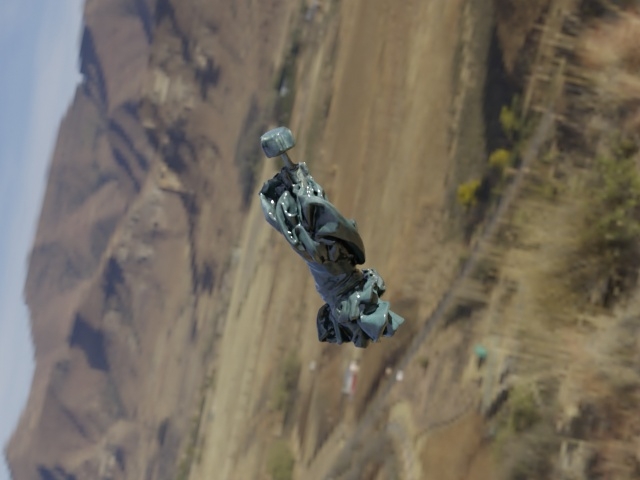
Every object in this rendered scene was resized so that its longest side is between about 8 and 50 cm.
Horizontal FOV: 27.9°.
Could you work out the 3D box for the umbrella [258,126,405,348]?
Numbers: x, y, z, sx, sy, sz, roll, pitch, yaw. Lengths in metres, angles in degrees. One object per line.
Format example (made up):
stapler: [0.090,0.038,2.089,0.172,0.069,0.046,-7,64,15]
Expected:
umbrella: [-0.003,0.002,1.856,0.349,0.143,0.094,66,-151,-16]
